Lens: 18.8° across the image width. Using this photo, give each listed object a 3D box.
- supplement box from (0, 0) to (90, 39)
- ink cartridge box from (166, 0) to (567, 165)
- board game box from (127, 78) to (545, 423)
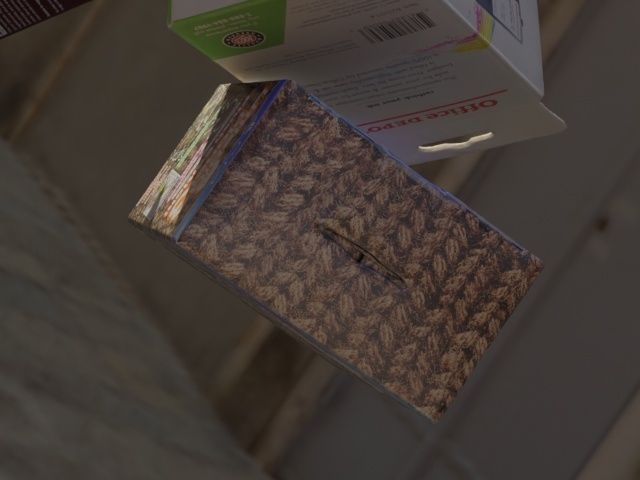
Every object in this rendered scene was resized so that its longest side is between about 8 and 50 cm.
[{"bbox_3d":[-0.261,-0.265,1.736,0.073,0.239,0.130,56,16,-55],"label":"supplement box"},{"bbox_3d":[0.051,-0.181,1.601,0.207,0.119,0.353,-12,-23,25],"label":"ink cartridge box"},{"bbox_3d":[0.000,0.000,1.483,0.232,0.141,0.291,35,-4,-12],"label":"board game box"}]
